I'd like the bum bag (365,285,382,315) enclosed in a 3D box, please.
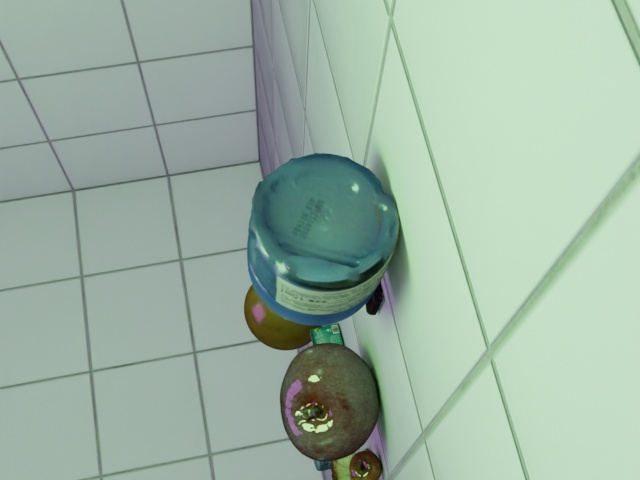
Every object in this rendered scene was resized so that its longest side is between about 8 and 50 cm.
[{"bbox_3d":[0.092,0.063,1.644,0.109,0.026,0.159,96,163,-69],"label":"bum bag"}]

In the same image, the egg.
[{"bbox_3d":[-0.108,0.218,2.573,0.322,0.250,0.250,68,-172,-67],"label":"egg"}]

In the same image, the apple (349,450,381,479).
[{"bbox_3d":[0.109,0.545,1.980,0.071,0.084,0.084,44,-152,-55],"label":"apple"}]

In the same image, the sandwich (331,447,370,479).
[{"bbox_3d":[0.093,0.656,2.118,0.186,0.108,0.220,96,165,-68],"label":"sandwich"}]

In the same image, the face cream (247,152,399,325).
[{"bbox_3d":[0.000,0.000,1.404,0.225,0.249,0.249,109,151,-68],"label":"face cream"}]

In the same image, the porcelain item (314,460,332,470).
[{"bbox_3d":[0.031,0.633,2.571,0.147,0.114,0.147,170,90,-81],"label":"porcelain item"}]

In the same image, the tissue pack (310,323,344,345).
[{"bbox_3d":[0.023,0.302,2.301,0.079,0.085,0.111,87,169,-52],"label":"tissue pack"}]

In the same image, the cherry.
[{"bbox_3d":[0.023,0.357,1.863,0.307,0.221,0.261,-34,-57,-83],"label":"cherry"}]
